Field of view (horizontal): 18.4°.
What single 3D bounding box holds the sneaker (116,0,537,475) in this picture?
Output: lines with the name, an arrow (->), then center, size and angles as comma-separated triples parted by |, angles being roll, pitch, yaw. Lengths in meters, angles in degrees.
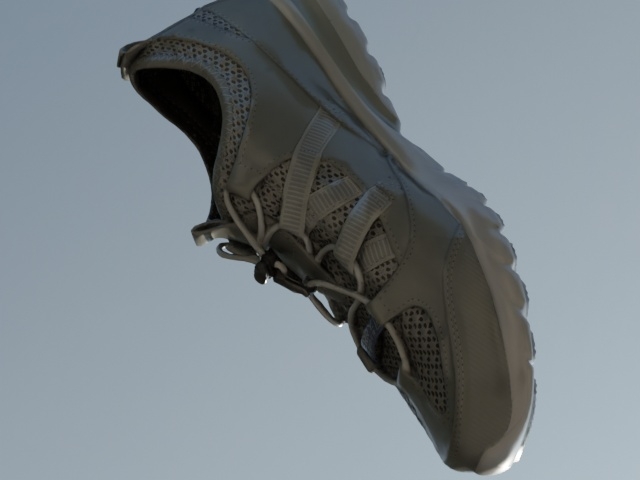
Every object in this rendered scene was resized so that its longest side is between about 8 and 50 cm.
sneaker -> 0.000, 0.000, 0.899 | 0.115, 0.281, 0.105 | -19, -35, -21
